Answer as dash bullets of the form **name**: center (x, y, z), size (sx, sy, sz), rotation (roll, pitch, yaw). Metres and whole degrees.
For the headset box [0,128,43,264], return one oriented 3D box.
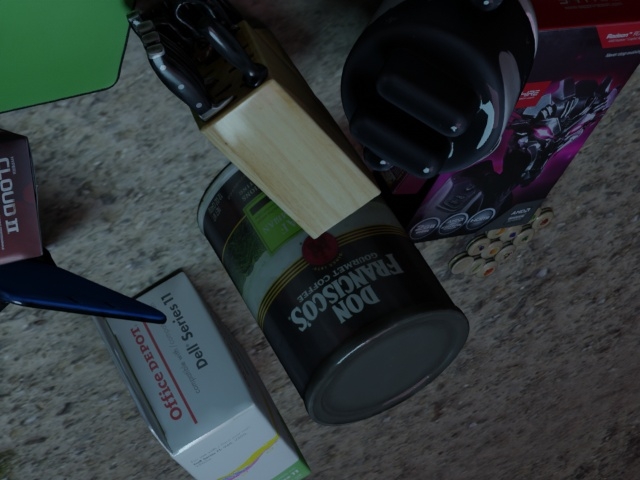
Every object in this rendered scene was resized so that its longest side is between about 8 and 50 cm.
- **headset box**: center (-0.387, -0.031, 1.432), size (0.293, 0.218, 0.110), rotation (-15, 108, -32)

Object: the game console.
- **game console**: center (-0.345, 0.082, 1.687), size (0.250, 0.173, 0.293), rotation (-41, 158, 15)

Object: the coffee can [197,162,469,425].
- **coffee can**: center (0.011, 0.040, 1.907), size (0.201, 0.275, 0.201), rotation (-25, 151, -15)

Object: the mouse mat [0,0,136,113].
- **mouse mat**: center (-0.241, -0.191, 1.565), size (0.152, 0.007, 0.190), rotation (-16, 147, -28)

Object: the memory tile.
- **memory tile**: center (0.254, 0.001, 2.380), size (0.148, 0.012, 0.113), rotation (-43, 150, 21)

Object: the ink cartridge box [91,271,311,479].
- **ink cartridge box**: center (-0.142, 0.180, 2.050), size (0.119, 0.207, 0.353), rotation (-31, 153, 0)

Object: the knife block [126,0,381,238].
- **knife block**: center (-0.066, -0.123, 1.613), size (0.088, 0.276, 0.242), rotation (-35, -178, 12)

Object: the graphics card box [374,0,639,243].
- **graphics card box**: center (0.226, -0.154, 2.014), size (0.232, 0.094, 0.371), rotation (-10, 146, -37)

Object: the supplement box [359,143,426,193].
- **supplement box**: center (0.091, -0.102, 1.968), size (0.043, 0.083, 0.055), rotation (-3, 142, -43)

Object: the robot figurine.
- **robot figurine**: center (0.118, -0.177, 1.700), size (0.209, 0.173, 0.278), rotation (-13, -153, 28)
